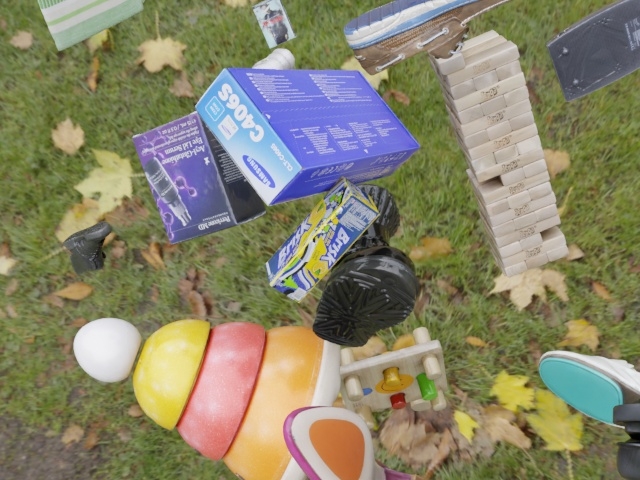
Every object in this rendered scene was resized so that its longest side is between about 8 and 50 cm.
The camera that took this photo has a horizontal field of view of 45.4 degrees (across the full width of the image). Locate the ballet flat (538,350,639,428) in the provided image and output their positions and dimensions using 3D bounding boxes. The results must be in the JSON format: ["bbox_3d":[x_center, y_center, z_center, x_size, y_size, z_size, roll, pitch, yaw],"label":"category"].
[{"bbox_3d":[0.640,0.314,1.541,0.400,0.139,0.139,21,81,44],"label":"ballet flat"}]

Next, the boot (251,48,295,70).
[{"bbox_3d":[-0.130,-0.388,1.858,0.123,0.258,0.095,-41,101,-13],"label":"boot"}]

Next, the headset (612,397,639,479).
[{"bbox_3d":[0.379,0.248,0.734,0.185,0.394,0.243,0,104,18],"label":"headset"}]

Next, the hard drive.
[{"bbox_3d":[0.638,-0.438,1.711,0.255,0.054,0.172,-28,122,7],"label":"hard drive"}]

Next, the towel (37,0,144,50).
[{"bbox_3d":[-0.543,-0.619,1.740,0.248,0.325,0.038,-33,57,-19],"label":"towel"}]

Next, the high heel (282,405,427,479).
[{"bbox_3d":[0.014,0.353,1.187,0.181,0.377,0.127,-7,51,37],"label":"high heel"}]

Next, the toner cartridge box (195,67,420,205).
[{"bbox_3d":[-0.002,-0.155,1.066,0.075,0.348,0.165,-45,76,30],"label":"toner cartridge box"}]

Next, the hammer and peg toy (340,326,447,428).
[{"bbox_3d":[0.175,0.365,1.851,0.266,0.361,0.127,-15,54,1],"label":"hammer and peg toy"}]

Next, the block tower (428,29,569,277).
[{"bbox_3d":[0.237,-0.107,0.999,0.097,0.091,0.335,-22,118,6],"label":"block tower"}]

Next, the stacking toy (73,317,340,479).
[{"bbox_3d":[-0.228,0.261,1.447,0.480,0.350,0.350,20,82,-7],"label":"stacking toy"}]

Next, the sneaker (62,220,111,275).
[{"bbox_3d":[-0.460,0.020,1.551,0.170,0.051,0.089,-15,116,38],"label":"sneaker"}]

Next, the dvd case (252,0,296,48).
[{"bbox_3d":[-0.124,-0.585,2.048,0.087,0.013,0.119,-15,105,31],"label":"dvd case"}]

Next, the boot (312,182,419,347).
[{"bbox_3d":[0.084,0.012,1.267,0.131,0.348,0.260,22,66,-8],"label":"boot"}]

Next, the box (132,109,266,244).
[{"bbox_3d":[-0.210,-0.114,1.344,0.153,0.108,0.207,-17,96,28],"label":"box"}]

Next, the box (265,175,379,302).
[{"bbox_3d":[0.000,0.000,1.024,0.054,0.059,0.169,35,107,-26],"label":"box"}]

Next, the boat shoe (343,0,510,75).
[{"bbox_3d":[0.120,-0.224,0.786,0.183,0.066,0.066,-15,34,19],"label":"boat shoe"}]
